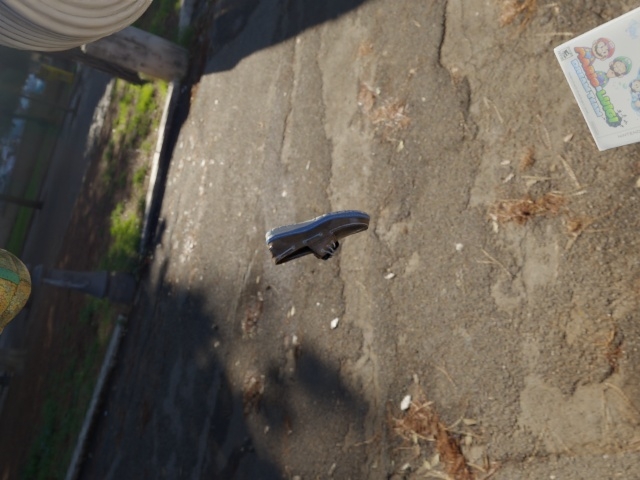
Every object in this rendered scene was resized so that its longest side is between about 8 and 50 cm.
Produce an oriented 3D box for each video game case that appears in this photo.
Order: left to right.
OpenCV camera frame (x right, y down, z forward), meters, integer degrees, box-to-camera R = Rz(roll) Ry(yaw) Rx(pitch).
[{"bbox_3d":[0.384,-0.198,0.698,0.157,0.019,0.143,61,158,-9],"label":"video game case"}]

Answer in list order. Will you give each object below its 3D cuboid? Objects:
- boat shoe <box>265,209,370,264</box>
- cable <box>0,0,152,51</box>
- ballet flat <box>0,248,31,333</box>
[{"bbox_3d":[0.000,0.000,0.943,0.183,0.066,0.066,-15,70,12],"label":"boat shoe"},{"bbox_3d":[-0.221,-0.287,0.441,0.089,0.257,0.257,7,120,26],"label":"cable"},{"bbox_3d":[-0.395,0.082,0.556,0.348,0.123,0.123,-23,59,38],"label":"ballet flat"}]
